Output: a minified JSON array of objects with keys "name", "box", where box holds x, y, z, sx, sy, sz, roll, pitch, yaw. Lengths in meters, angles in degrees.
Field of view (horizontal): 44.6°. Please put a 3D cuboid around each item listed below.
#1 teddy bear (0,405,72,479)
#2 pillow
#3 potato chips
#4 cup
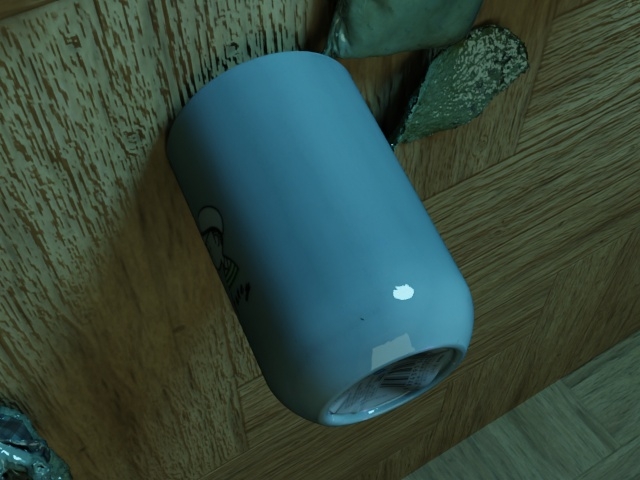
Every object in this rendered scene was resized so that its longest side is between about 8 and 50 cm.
[{"name":"teddy bear","box":[-0.369,0.244,0.882,0.133,0.111,0.213,-1,170,10]},{"name":"pillow","box":[0.110,-0.296,0.700,0.185,0.075,0.302,-12,143,-28]},{"name":"potato chips","box":[0.144,-0.163,0.931,0.228,0.059,0.167,-32,155,-20]},{"name":"cup","box":[0.000,0.000,0.729,0.205,0.312,0.205,-20,151,-12]}]
